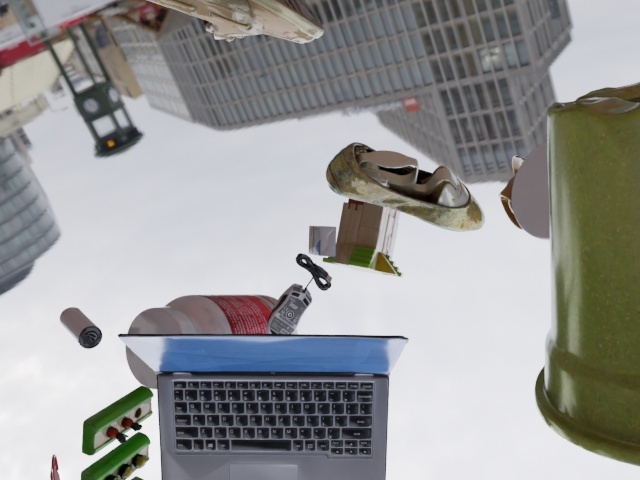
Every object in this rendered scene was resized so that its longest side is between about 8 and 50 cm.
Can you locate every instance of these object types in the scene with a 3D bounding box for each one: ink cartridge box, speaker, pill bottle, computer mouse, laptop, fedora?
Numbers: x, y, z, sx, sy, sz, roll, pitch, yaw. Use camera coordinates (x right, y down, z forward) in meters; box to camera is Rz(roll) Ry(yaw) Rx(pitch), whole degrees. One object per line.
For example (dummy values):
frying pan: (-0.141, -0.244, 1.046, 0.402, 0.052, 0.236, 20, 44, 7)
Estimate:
ink cartridge box: (0.000, 0.000, 1.182, 0.028, 0.048, 0.083, 2, -179, -16)
speaker: (-0.537, 0.194, 1.619, 0.055, 0.055, 0.136, -34, -148, -25)
pill bottle: (0.518, -0.054, 1.272, 0.362, 0.210, 0.210, 12, -178, -35)
computer mouse: (-0.059, 0.131, 1.595, 0.193, 0.106, 0.042, -55, -154, -9)
laptop: (-0.077, 0.291, 1.092, 0.381, 0.408, 0.236, 1, -166, 0)
pill bottle: (-0.248, 0.240, 1.697, 0.229, 0.229, 0.407, -8, 172, 30)
fedora: (0.412, -0.079, 1.450, 0.079, 0.194, 0.194, -29, -157, 3)

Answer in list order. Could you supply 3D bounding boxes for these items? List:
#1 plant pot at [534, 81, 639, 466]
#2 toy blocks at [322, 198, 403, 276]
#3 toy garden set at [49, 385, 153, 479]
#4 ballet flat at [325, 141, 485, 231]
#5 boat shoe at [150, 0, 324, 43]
plant pot: (0.289, -0.001, 0.572, 0.276, 0.254, 0.276, -13, -169, 2)
toy blocks: (0.129, -0.054, 1.798, 0.190, 0.261, 0.381, 10, 176, 14)
toy garden set: (-0.264, 0.328, 0.862, 0.049, 0.244, 0.204, 14, -162, 22)
ballet flat: (0.184, -0.105, 1.386, 0.348, 0.123, 0.123, 15, -163, -15)
boat shoe: (-0.143, -0.372, 1.110, 0.110, 0.341, 0.122, -48, -132, 28)
